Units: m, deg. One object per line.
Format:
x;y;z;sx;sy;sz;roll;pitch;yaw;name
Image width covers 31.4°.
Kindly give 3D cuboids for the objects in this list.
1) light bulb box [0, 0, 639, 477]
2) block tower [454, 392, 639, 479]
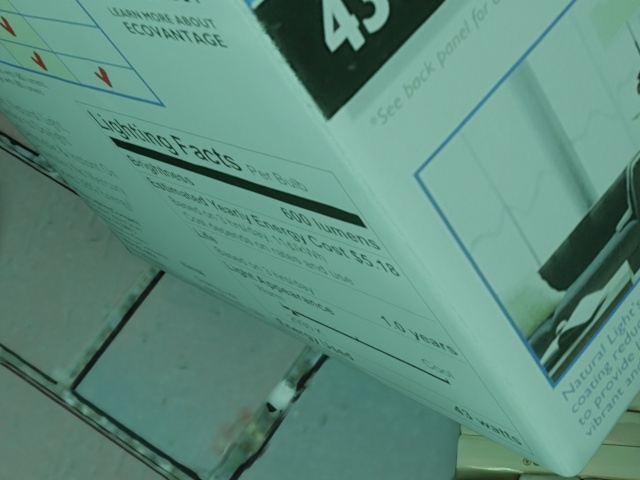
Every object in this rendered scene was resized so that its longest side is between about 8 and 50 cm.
-0.028;-0.138;0.484;0.225;0.361;0.358;-50;39;-16;light bulb box
0.109;0.125;0.561;0.091;0.097;0.335;3;67;9;block tower
